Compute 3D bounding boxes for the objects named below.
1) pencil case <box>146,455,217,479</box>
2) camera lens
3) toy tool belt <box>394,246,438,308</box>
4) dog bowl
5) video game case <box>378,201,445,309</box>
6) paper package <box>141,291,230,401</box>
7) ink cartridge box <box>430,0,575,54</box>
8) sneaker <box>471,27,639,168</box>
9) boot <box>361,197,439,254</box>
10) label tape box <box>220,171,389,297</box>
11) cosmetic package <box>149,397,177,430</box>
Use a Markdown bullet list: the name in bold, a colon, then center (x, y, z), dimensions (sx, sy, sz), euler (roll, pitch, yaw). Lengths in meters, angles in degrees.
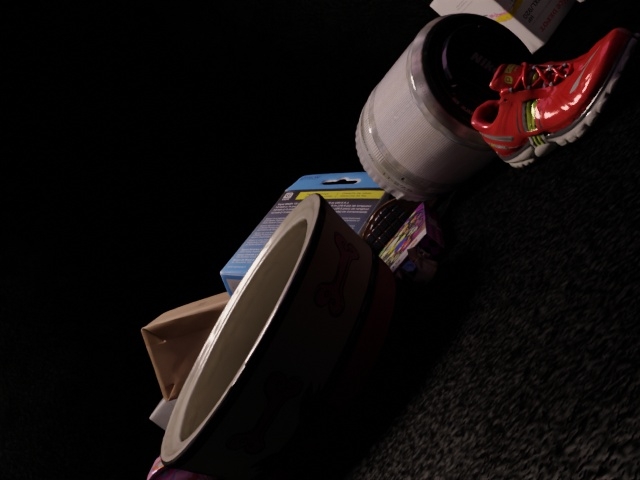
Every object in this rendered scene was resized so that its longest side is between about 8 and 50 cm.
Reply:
- **pencil case**: center (-0.246, 0.425, 1.486), dimensions (0.124, 0.124, 0.284), euler (-52, 3, -3)
- **camera lens**: center (0.196, -0.202, 1.271), dimensions (0.219, 0.219, 0.274), euler (-54, 4, -27)
- **toy tool belt**: center (0.119, 0.049, 1.114), dimensions (0.083, 0.051, 0.052), euler (-50, 4, 30)
- **dog bowl**: center (-0.050, 0.146, 1.096), dimensions (0.408, 0.150, 0.408), euler (-55, 11, 17)
- **video game case**: center (0.110, 0.051, 1.263), dimensions (0.210, 0.042, 0.232), euler (-51, 4, 15)
- **paper package**: center (-0.222, 0.213, 1.842), dimensions (0.309, 0.168, 0.325), euler (-18, 1, -2)
- **ink cartridge box**: center (0.395, -0.515, 1.732), dimensions (0.171, 0.232, 0.168), euler (-53, 6, -17)
- **sneaker**: center (0.263, -0.173, 0.965), dimensions (0.107, 0.118, 0.279), euler (-54, 4, -25)
- **boot**: center (0.167, -0.057, 1.491), dimensions (0.219, 0.082, 0.106), euler (-47, -10, 14)
- **label tape box**: center (0.000, 0.000, 1.605), dimensions (0.249, 0.115, 0.348), euler (1, 36, 31)
- **cosmetic package**: center (-0.310, 0.408, 2.075), dimensions (0.184, 0.151, 0.151), euler (-49, 5, 42)
